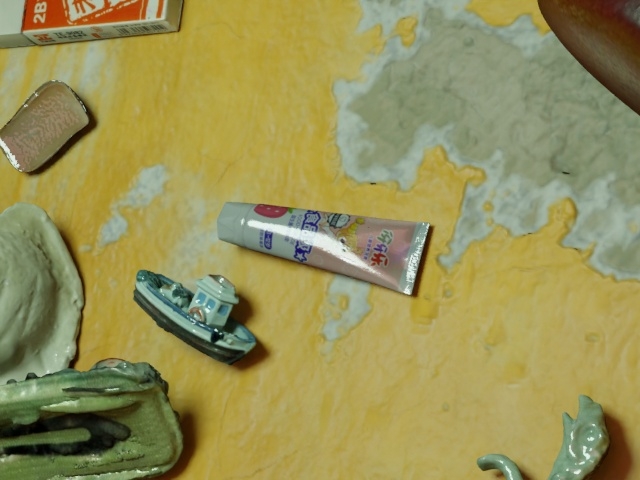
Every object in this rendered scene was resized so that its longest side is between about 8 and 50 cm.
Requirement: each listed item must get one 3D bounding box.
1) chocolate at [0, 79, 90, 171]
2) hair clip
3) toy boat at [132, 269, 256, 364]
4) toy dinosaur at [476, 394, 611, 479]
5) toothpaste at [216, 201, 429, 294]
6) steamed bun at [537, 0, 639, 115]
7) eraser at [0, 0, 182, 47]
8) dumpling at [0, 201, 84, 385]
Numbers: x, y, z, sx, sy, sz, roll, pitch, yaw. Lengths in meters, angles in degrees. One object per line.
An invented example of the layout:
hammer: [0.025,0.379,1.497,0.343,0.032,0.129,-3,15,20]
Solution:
chocolate: [-0.278,-0.114,1.560,0.100,0.031,0.064,-44,78,13]
hair clip: [-0.283,0.177,1.405,0.321,0.138,0.091,-13,32,7]
toy boat: [-0.109,0.059,1.400,0.140,0.059,0.066,34,109,29]
toy dinosaur: [0.123,0.311,1.192,0.205,0.092,0.393,-2,71,22]
toothpaste: [0.000,0.000,1.378,0.194,0.043,0.067,10,76,24]
steamed bun: [0.339,-0.165,1.134,0.379,0.248,0.235,42,96,30]
eraser: [-0.241,-0.285,1.592,0.230,0.038,0.157,-1,74,26]
dumpling: [-0.311,0.077,1.467,0.126,0.166,0.216,-43,10,51]
